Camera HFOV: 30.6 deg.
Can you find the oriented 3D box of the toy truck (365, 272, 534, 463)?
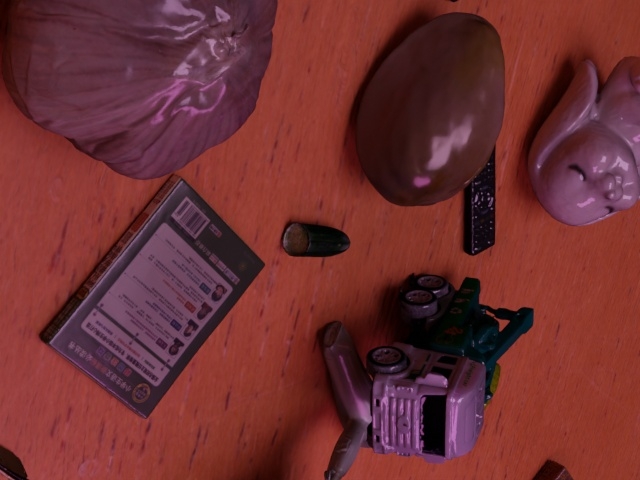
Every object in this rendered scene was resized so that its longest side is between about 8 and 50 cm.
[{"bbox_3d":[0.186,0.176,1.729,0.363,0.178,0.176,-46,139,-55],"label":"toy truck"}]

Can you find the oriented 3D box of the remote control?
[{"bbox_3d":[0.250,-0.093,1.832,0.063,0.025,0.245,-21,120,-35],"label":"remote control"}]

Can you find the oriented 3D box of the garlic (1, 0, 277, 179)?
[{"bbox_3d":[-0.181,-0.227,1.237,0.317,0.259,0.317,-22,125,-34],"label":"garlic"}]

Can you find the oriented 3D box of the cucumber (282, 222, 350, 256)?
[{"bbox_3d":[0.000,0.000,1.636,0.105,0.048,0.048,1,106,-44],"label":"cucumber"}]

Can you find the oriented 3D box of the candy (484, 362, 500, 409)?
[{"bbox_3d":[0.224,0.260,1.913,0.209,0.097,0.096,-35,128,-34],"label":"candy"}]

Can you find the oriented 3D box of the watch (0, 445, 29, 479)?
[{"bbox_3d":[-0.466,0.274,1.321,0.165,0.102,0.268,-50,142,-5],"label":"watch"}]

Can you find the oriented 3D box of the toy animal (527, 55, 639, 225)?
[{"bbox_3d":[0.460,-0.136,1.895,0.265,0.206,0.271,-47,117,-5],"label":"toy animal"}]

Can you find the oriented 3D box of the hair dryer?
[{"bbox_3d":[0.027,0.265,1.690,0.237,0.075,0.206,-67,143,-51],"label":"hair dryer"}]

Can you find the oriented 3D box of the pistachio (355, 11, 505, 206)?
[{"bbox_3d":[0.156,-0.178,1.634,0.166,0.197,0.288,103,8,-79],"label":"pistachio"}]

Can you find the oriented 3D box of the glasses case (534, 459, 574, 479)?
[{"bbox_3d":[0.392,0.518,2.193,0.218,0.049,0.075,-48,125,-16],"label":"glasses case"}]

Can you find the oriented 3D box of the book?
[{"bbox_3d":[-0.206,0.075,1.498,0.264,0.027,0.202,-53,134,-12],"label":"book"}]
